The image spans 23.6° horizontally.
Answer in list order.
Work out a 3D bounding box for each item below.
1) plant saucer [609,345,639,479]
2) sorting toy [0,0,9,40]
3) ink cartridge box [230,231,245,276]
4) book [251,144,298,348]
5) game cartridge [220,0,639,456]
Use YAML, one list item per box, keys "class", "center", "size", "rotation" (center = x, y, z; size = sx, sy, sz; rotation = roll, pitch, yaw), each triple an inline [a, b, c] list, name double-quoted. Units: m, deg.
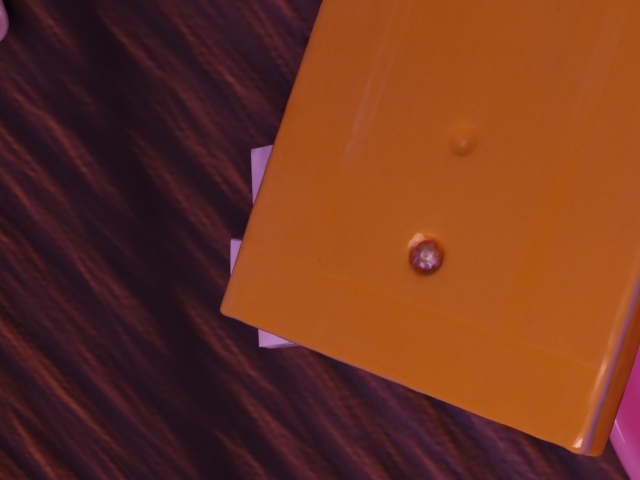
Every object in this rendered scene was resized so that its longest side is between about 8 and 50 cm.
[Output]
- class: "plant saucer"
  center: [0.298, 0.078, 0.983]
  size: [0.332, 0.084, 0.332]
  rotation: [41, 140, 47]
- class: "sorting toy"
  center: [-0.349, -0.236, 1.260]
  size: [0.347, 0.047, 0.196]
  rotation: [-13, 98, 27]
- class: "ink cartridge box"
  center: [0.035, 0.026, 1.143]
  size: [0.181, 0.104, 0.061]
  rotation: [8, 107, 20]
- class: "book"
  center: [0.000, 0.000, 1.083]
  size: [0.096, 0.035, 0.144]
  rotation: [-8, 78, 22]
- class: "game cartridge"
  center: [0.102, -0.060, 0.985]
  size: [0.285, 0.052, 0.324]
  rotation: [19, 90, 32]
